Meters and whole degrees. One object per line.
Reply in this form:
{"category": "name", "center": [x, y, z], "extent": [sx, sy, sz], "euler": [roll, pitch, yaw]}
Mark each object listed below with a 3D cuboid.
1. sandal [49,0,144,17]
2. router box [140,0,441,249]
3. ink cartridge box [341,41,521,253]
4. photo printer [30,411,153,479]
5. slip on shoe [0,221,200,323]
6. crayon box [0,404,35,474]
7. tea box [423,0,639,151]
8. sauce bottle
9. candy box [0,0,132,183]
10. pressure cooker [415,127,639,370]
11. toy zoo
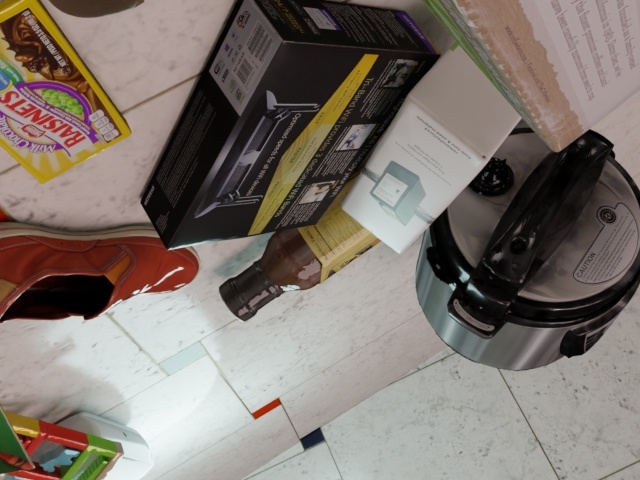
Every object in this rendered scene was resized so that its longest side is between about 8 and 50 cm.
{"category": "sandal", "center": [-0.098, -0.242, 0.551], "extent": [0.240, 0.079, 0.088], "euler": [-11, 155, 6]}
{"category": "router box", "center": [-0.039, -0.128, 0.830], "extent": [0.243, 0.081, 0.309], "euler": [-10, 147, -44]}
{"category": "ink cartridge box", "center": [0.154, -0.129, 0.904], "extent": [0.198, 0.115, 0.273], "euler": [-49, 176, -26]}
{"category": "photo printer", "center": [-0.472, 0.447, 1.372], "extent": [0.256, 0.107, 0.307], "euler": [-31, 157, -5]}
{"category": "slip on shoe", "center": [-0.267, 0.048, 0.859], "extent": [0.123, 0.101, 0.331], "euler": [-45, 156, 22]}
{"category": "crayon box", "center": [-0.492, 0.234, 0.742], "extent": [0.319, 0.081, 0.202], "euler": [-14, 122, -4]}
{"category": "tea box", "center": [0.104, -0.271, 0.425], "extent": [0.220, 0.323, 0.329], "euler": [-40, 155, 16]}
{"category": "sauce bottle", "center": [0.000, 0.000, 1.104], "extent": [0.344, 0.111, 0.111], "euler": [-35, 157, 7]}
{"category": "candy box", "center": [-0.251, -0.127, 0.627], "extent": [0.105, 0.027, 0.206], "euler": [-28, 157, -4]}
{"category": "pressure cooker", "center": [0.358, 0.013, 1.270], "extent": [0.376, 0.369, 0.420], "euler": [-6, 153, -2]}
{"category": "toy zoo", "center": [-0.489, 0.364, 1.140], "extent": [0.293, 0.030, 0.192], "euler": [32, 102, -40]}
